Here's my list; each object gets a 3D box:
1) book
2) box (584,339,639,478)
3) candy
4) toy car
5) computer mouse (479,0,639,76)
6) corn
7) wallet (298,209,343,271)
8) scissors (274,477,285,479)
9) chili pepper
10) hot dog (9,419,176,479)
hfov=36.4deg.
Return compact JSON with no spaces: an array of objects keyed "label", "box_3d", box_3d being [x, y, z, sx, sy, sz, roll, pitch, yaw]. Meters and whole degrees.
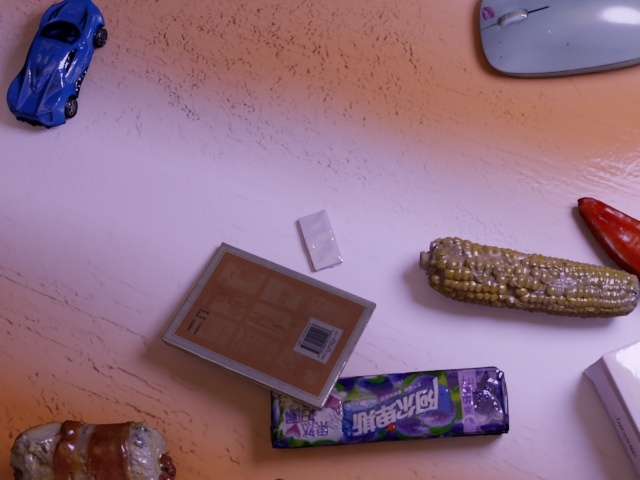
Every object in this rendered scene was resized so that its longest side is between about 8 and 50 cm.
[{"label":"book","box_3d":[-0.069,0.111,1.303,0.241,0.018,0.170,21,62,18]},{"label":"box","box_3d":[0.505,0.192,1.211,0.274,0.116,0.203,-23,74,-1]},{"label":"candy","box_3d":[0.087,0.218,1.270,0.312,0.061,0.088,-5,76,4]},{"label":"toy car","box_3d":[-0.393,-0.272,1.451,0.103,0.063,0.216,16,76,10]},{"label":"computer mouse","box_3d":[0.374,-0.319,1.381,0.288,0.097,0.160,-2,76,4]},{"label":"corn","box_3d":[0.272,0.054,1.288,0.288,0.086,0.087,9,75,7]},{"label":"wallet","box_3d":[0.000,0.000,1.366,0.044,0.011,0.083,-18,74,0]},{"label":"scissors","box_3d":[-0.067,0.453,1.227,0.138,0.041,0.289,-11,70,3]},{"label":"chili pepper","box_3d":[0.414,-0.006,1.308,0.169,0.065,0.088,39,69,20]},{"label":"hot dog","box_3d":[-0.294,0.298,1.261,0.213,0.103,0.146,7,96,3]}]
